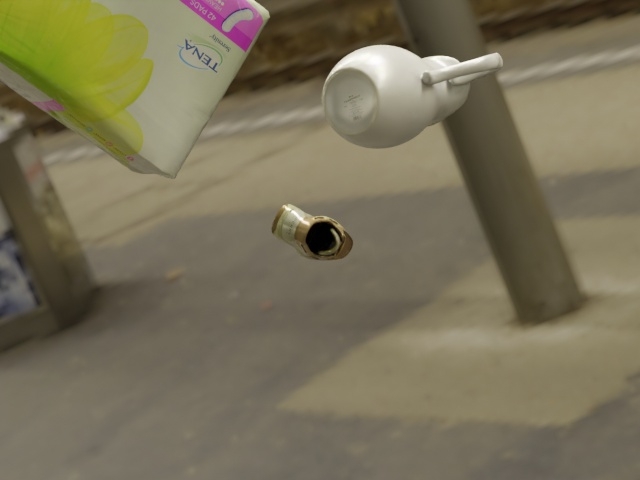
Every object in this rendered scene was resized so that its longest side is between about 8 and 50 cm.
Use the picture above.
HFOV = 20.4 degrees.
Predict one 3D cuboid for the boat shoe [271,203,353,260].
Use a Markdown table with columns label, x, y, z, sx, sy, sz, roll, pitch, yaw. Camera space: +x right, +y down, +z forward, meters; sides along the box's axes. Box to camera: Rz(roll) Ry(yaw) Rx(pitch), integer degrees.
| label | x | y | z | sx | sy | sz | roll | pitch | yaw |
| --- | --- | --- | --- | --- | --- | --- | --- | --- | --- |
| boat shoe | 0.000 | 0.000 | 1.819 | 0.045 | 0.050 | 0.135 | 27 | 5 | 31 |

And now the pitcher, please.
| label | x | y | z | sx | sy | sz | roll | pitch | yaw |
| --- | --- | --- | --- | --- | --- | --- | --- | --- | --- |
| pitcher | 0.113 | -0.189 | 2.188 | 0.177 | 0.125 | 0.207 | -24 | -6 | 36 |

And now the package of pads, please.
| label | x | y | z | sx | sy | sz | roll | pitch | yaw |
| --- | --- | --- | --- | --- | --- | --- | --- | --- | --- |
| package of pads | -0.225 | -0.226 | 1.900 | 0.101 | 0.296 | 0.229 | 17 | 75 | 58 |
